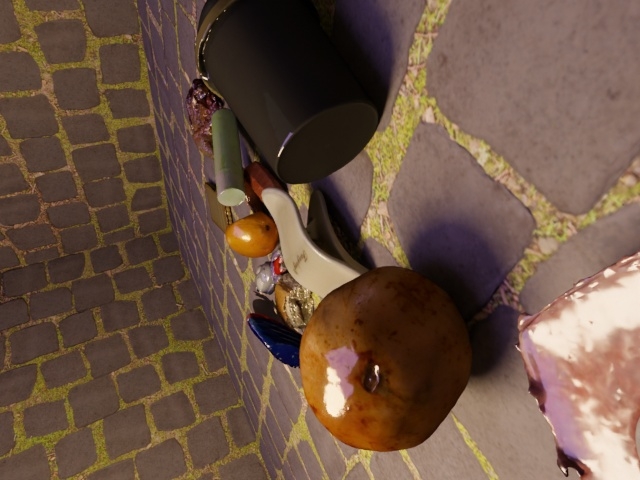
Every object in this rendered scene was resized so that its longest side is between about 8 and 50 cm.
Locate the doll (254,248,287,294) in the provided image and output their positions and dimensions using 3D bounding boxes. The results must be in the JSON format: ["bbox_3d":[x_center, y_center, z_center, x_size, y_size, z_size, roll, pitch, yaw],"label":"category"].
[{"bbox_3d":[-0.142,0.100,1.224,0.227,0.075,0.102,-41,47,53],"label":"doll"}]

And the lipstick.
[{"bbox_3d":[-0.245,-0.229,1.143,0.076,0.076,0.304,109,153,-53],"label":"lipstick"}]

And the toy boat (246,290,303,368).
[{"bbox_3d":[-0.130,0.212,1.153,0.318,0.072,0.219,46,-171,39],"label":"toy boat"}]

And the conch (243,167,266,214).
[{"bbox_3d":[-0.205,-0.147,1.207,0.232,0.080,0.086,44,164,6],"label":"conch"}]

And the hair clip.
[{"bbox_3d":[-0.013,0.011,0.844,0.282,0.113,0.172,66,155,14],"label":"hair clip"}]

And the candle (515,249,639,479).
[{"bbox_3d":[0.278,0.128,0.295,0.287,0.131,0.317,-152,59,-66],"label":"candle"}]

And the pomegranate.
[{"bbox_3d":[0.089,0.158,0.591,0.248,0.248,0.248,44,143,47],"label":"pomegranate"}]

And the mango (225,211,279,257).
[{"bbox_3d":[-0.187,-0.002,1.169,0.217,0.141,0.102,141,115,-67],"label":"mango"}]

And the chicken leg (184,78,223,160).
[{"bbox_3d":[-0.339,-0.353,1.356,0.177,0.083,0.323,-3,100,50],"label":"chicken leg"}]

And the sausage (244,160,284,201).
[{"bbox_3d":[-0.135,-0.133,1.068,0.169,0.065,0.065,49,146,42],"label":"sausage"}]

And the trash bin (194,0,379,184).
[{"bbox_3d":[-0.071,-0.266,0.676,0.334,0.214,0.214,60,153,18],"label":"trash bin"}]

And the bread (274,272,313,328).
[{"bbox_3d":[-0.073,0.157,1.100,0.106,0.082,0.125,18,125,53],"label":"bread"}]

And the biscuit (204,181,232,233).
[{"bbox_3d":[-0.389,-0.123,1.658,0.254,0.029,0.172,35,135,55],"label":"biscuit"}]
